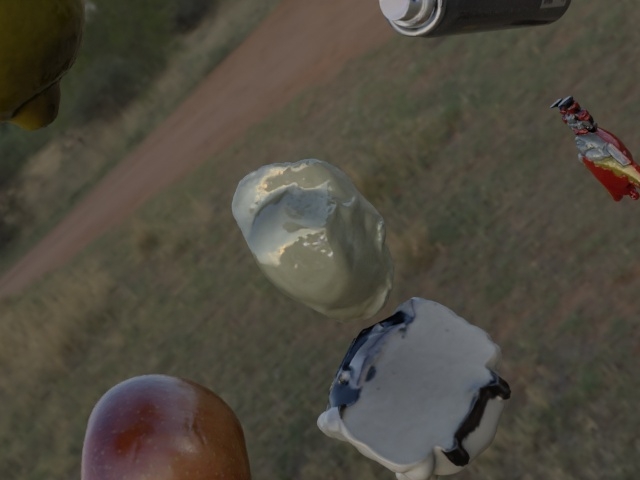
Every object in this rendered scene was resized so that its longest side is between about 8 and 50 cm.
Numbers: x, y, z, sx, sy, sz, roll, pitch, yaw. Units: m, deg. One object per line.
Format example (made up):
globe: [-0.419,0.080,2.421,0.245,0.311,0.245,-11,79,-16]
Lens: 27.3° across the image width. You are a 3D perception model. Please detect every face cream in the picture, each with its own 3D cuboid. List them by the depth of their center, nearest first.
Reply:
face cream: [0.145,-0.232,1.246,0.073,0.073,0.283,-33,-10,37]

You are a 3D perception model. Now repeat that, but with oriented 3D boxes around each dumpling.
dumpling: [0.000,0.000,1.688,0.162,0.250,0.132,-42,9,18]

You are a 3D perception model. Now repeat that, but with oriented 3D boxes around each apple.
apple: [-0.145,0.227,1.246,0.201,0.162,0.201,-175,90,-86]

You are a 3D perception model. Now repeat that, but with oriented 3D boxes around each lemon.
lemon: [-0.291,-0.197,1.061,0.184,0.248,0.184,-23,25,12]

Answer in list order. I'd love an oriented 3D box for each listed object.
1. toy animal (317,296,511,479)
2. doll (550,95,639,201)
toy animal: [0.112,0.193,1.565,0.208,0.204,0.156,-54,-14,-23]
doll: [0.372,-0.121,1.746,0.057,0.169,0.109,-36,7,-14]
